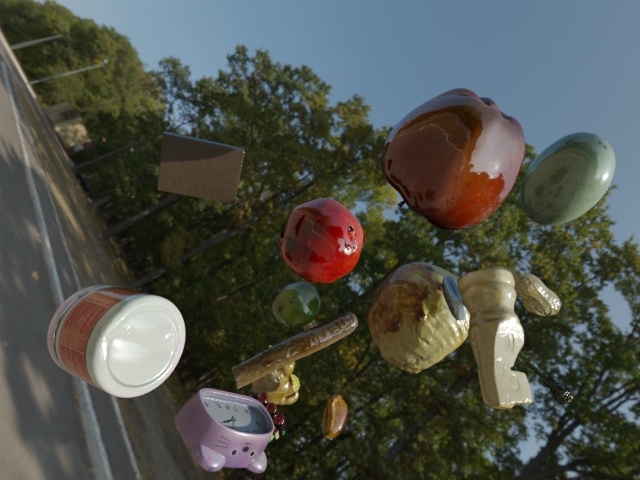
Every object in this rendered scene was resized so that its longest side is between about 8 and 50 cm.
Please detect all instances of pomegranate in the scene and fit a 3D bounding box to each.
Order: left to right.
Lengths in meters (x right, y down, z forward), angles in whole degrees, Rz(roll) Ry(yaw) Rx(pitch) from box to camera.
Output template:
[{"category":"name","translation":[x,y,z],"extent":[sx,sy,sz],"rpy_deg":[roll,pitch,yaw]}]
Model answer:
[{"category":"pomegranate","translation":[-0.072,0.252,1.453],"extent":[0.209,0.180,0.180],"rpy_deg":[56,-23,0]},{"category":"pomegranate","translation":[0.000,0.000,0.996],"extent":[0.210,0.210,0.235],"rpy_deg":[66,-12,-9]}]

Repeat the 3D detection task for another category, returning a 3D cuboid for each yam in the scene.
[{"category":"yam","translation":[-0.041,0.200,0.767],"extent":[0.046,0.264,0.046],"rpy_deg":[52,-25,37]}]

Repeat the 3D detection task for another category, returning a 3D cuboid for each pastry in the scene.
[{"category":"pastry","translation":[0.332,0.252,1.419],"extent":[0.312,0.388,0.388],"rpy_deg":[48,-25,6]}]

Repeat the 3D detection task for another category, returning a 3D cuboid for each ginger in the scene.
[{"category":"ginger","translation":[-0.150,0.433,1.289],"extent":[0.102,0.157,0.216],"rpy_deg":[-73,158,-73]}]

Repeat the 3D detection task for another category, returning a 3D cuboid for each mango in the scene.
[{"category":"mango","translation":[0.038,0.509,1.172],"extent":[0.077,0.127,0.063],"rpy_deg":[35,-41,-18]}]

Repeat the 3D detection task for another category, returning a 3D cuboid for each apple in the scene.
[{"category":"apple","translation":[0.218,-0.136,0.692],"extent":[0.234,0.234,0.234],"rpy_deg":[46,-28,33]}]

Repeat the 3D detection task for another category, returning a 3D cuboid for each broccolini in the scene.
[{"category":"broccolini","translation":[0.475,0.276,0.927],"extent":[0.218,0.042,0.044],"rpy_deg":[48,-38,33]}]

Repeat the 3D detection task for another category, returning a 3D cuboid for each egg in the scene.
[{"category":"egg","translation":[0.580,-0.141,0.966],"extent":[0.169,0.169,0.236],"rpy_deg":[48,-53,31]}]

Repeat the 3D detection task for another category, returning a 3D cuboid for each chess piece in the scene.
[{"category":"chess piece","translation":[0.265,0.149,0.616],"extent":[0.090,0.090,0.200],"rpy_deg":[109,-15,-60]}]

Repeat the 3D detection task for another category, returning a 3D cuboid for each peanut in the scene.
[{"category":"peanut","translation":[0.689,0.172,1.321],"extent":[0.214,0.090,0.098],"rpy_deg":[41,-63,-15]}]

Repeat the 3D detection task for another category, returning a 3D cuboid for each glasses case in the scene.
[{"category":"glasses case","translation":[0.384,0.164,1.170],"extent":[0.178,0.045,0.067],"rpy_deg":[-79,160,-68]}]

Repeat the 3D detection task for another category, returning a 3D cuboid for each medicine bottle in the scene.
[{"category":"medicine bottle","translation":[-0.524,0.252,1.060],"extent":[0.241,0.252,0.252],"rpy_deg":[6,-56,34]}]

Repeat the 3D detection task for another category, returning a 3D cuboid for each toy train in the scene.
[{"category":"toy train","translation":[-0.153,0.472,1.081],"extent":[0.138,0.087,0.050],"rpy_deg":[39,-35,33]}]

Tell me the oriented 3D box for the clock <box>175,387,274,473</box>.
[{"category":"clock","translation":[-0.131,0.282,0.606],"extent":[0.153,0.050,0.110],"rpy_deg":[35,4,-44]}]

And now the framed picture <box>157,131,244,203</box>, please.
[{"category":"framed picture","translation":[-0.262,-0.157,0.892],"extent":[0.023,0.168,0.128],"rpy_deg":[-112,-145,-61]}]
